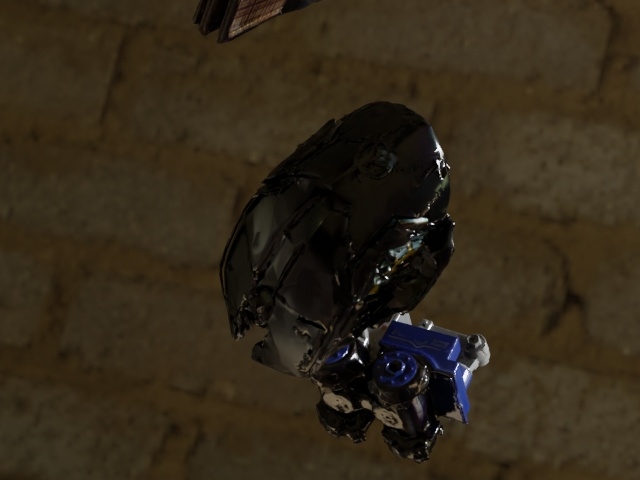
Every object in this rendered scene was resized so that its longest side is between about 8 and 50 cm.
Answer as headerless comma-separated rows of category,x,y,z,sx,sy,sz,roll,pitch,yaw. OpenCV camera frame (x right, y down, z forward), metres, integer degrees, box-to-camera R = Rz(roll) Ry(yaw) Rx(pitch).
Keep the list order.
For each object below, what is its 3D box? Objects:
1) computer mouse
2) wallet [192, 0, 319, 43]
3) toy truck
computer mouse,0.000,0.000,1.178,0.077,0.242,0.146,-5,51,-45
wallet,0.018,-0.188,0.928,0.042,0.124,0.230,32,35,14
toy truck,0.087,0.151,2.106,0.213,0.177,0.161,15,-34,25
